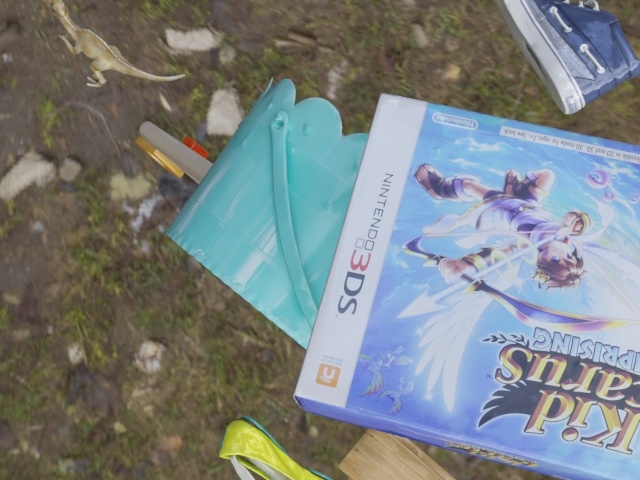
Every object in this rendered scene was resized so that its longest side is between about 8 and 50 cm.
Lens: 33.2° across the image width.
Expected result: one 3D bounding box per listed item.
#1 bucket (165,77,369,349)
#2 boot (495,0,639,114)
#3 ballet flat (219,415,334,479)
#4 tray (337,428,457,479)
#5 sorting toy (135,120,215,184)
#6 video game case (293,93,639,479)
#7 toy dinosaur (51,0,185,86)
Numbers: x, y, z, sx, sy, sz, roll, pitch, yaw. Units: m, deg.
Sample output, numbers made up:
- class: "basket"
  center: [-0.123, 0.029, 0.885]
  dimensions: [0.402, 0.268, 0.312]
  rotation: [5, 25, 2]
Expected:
- class: "bucket"
  center: [0.000, 0.000, 1.035]
  dimensions: [0.281, 0.281, 0.183]
  rotation: [41, 86, -26]
- class: "boot"
  center: [0.241, -0.217, 1.075]
  dimensions: [0.086, 0.190, 0.069]
  rotation: [-27, 156, 5]
- class: "ballet flat"
  center: [-0.050, 0.345, 1.528]
  dimensions: [0.231, 0.077, 0.077]
  rotation: [39, 54, -8]
- class: "tray"
  center: [0.204, 0.368, 1.229]
  dimensions: [0.411, 0.203, 0.076]
  rotation: [41, 87, 12]
- class: "sorting toy"
  center: [-0.135, -0.080, 1.433]
  dimensions: [0.047, 0.347, 0.196]
  rotation: [-51, 144, -7]
- class: "video game case"
  center: [0.142, 0.036, 0.780]
  dimensions: [0.269, 0.061, 0.244]
  rotation: [13, 73, 10]
- class: "toy dinosaur"
  center: [-0.250, -0.213, 1.250]
  dimensions: [0.183, 0.092, 0.053]
  rotation: [35, 72, -1]
